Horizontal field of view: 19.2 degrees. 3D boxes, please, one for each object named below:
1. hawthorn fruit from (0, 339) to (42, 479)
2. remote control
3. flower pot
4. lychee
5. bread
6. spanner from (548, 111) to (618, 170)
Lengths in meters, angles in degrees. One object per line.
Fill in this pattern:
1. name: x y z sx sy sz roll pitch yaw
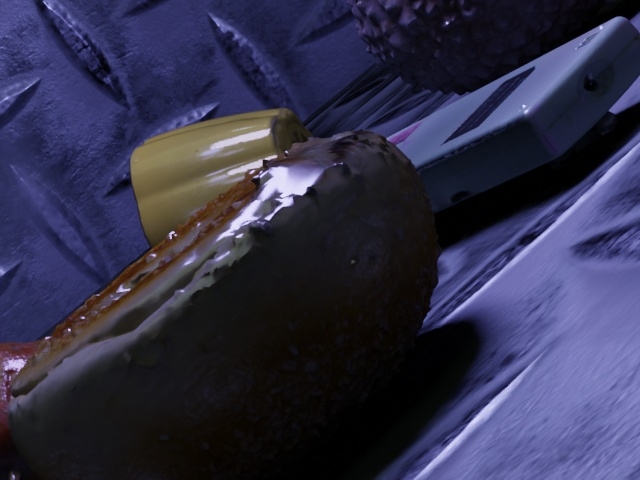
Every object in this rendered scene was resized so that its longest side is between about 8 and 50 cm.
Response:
1. hawthorn fruit: -0.281 0.167 1.751 0.149 0.149 0.189 -37 6 7
2. remote control: 0.110 -0.072 1.492 0.145 0.050 0.344 -44 10 -33
3. flower pot: -0.093 -0.058 2.145 0.179 0.195 0.195 -22 13 22
4. lychee: 0.155 -0.294 1.936 0.300 0.300 0.300 -38 7 5
5. bread: -0.049 0.061 1.174 0.305 0.159 0.305 -39 3 3
6. spanner: 0.190 -0.091 1.524 0.071 0.017 0.302 -38 6 5
